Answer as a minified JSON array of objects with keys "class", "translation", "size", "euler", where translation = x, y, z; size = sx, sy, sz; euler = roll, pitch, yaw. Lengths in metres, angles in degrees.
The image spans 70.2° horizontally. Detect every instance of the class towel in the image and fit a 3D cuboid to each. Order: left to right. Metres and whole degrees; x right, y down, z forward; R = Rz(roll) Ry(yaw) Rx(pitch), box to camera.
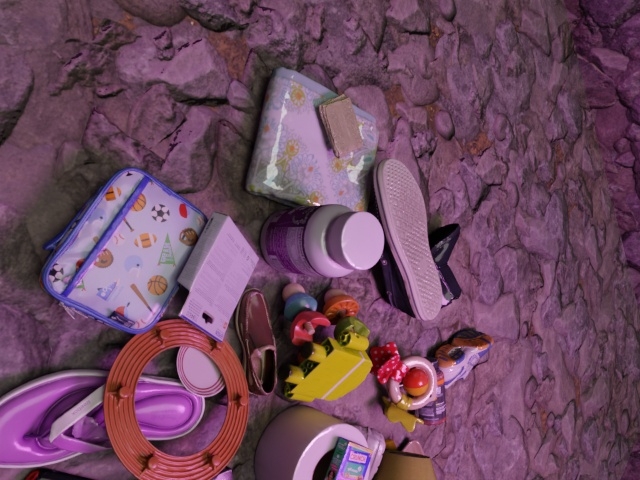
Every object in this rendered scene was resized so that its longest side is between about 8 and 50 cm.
[{"class":"towel","translation":[-0.002,-0.233,1.208],"size":[0.374,0.090,0.321],"euler":[16,79,-37]},{"class":"towel","translation":[0.054,-0.296,1.181],"size":[0.110,0.027,0.148],"euler":[-33,109,-34]}]

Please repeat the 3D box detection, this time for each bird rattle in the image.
[{"class":"bird rattle","translation":[0.252,0.425,1.376],"size":[0.206,0.143,0.254],"euler":[-11,86,-20]}]

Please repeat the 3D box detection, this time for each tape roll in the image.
[{"class":"tape roll","translation":[-0.020,0.558,1.141],"size":[0.246,0.169,0.246],"euler":[-1,91,-38]}]

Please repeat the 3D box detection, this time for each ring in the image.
[{"class":"ring","translation":[-0.275,0.325,0.941],"size":[0.336,0.032,0.337],"euler":[28,49,-38]}]

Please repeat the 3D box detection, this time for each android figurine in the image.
[{"class":"android figurine","translation":[0.024,0.331,1.168],"size":[0.272,0.056,0.248],"euler":[27,111,-43]}]

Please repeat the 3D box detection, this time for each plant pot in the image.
[{"class":"plant pot","translation":[0.229,0.753,1.268],"size":[0.274,0.274,0.294],"euler":[22,66,-36]}]

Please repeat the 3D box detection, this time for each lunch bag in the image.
[{"class":"lunch bag","translation":[-0.384,0.023,0.896],"size":[0.243,0.115,0.304],"euler":[39,66,-29]}]

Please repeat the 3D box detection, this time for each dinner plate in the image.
[{"class":"dinner plate","translation":[-0.263,0.279,1.024],"size":[0.141,0.017,0.141],"euler":[31,46,-38]}]

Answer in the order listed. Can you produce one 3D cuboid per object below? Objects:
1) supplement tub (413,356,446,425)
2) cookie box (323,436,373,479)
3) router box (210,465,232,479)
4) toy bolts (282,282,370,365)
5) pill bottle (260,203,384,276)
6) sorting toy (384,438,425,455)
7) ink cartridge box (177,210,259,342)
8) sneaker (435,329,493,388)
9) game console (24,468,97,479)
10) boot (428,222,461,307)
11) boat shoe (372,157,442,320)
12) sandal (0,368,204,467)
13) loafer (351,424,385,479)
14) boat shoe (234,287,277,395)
[{"class":"supplement tub","translation":[0.349,0.481,1.470],"size":[0.106,0.106,0.198],"euler":[-5,93,-38]},{"class":"cookie box","translation":[0.067,0.533,1.076],"size":[0.091,0.040,0.107],"euler":[34,69,-32]},{"class":"router box","translation":[-0.320,0.620,0.910],"size":[0.308,0.081,0.243],"euler":[-3,87,-41]},{"class":"toy bolts","translation":[-0.023,0.210,1.195],"size":[0.218,0.158,0.228],"euler":[-44,136,15]},{"class":"pill bottle","translation":[0.000,0.000,1.073],"size":[0.169,0.301,0.169],"euler":[0,90,-38]},{"class":"sorting toy","translation":[0.240,0.738,1.430],"size":[0.229,0.041,0.307],"euler":[-34,110,-28]},{"class":"ink cartridge box","translation":[-0.224,0.086,0.982],"size":[0.223,0.045,0.224],"euler":[70,38,-62]},{"class":"sneaker","translation":[0.495,0.414,1.603],"size":[0.296,0.111,0.131],"euler":[-14,116,-36]},{"class":"game console","translation":[-0.457,0.656,0.879],"size":[0.386,0.060,0.342],"euler":[36,63,-33]},{"class":"boot","translation":[0.414,0.088,1.526],"size":[0.246,0.094,0.207],"euler":[-41,110,-23]},{"class":"boat shoe","translation":[0.225,0.008,1.335],"size":[0.186,0.156,0.501],"euler":[-35,116,-39]},{"class":"sandal","translation":[-0.408,0.334,0.877],"size":[0.416,0.102,0.170],"euler":[5,87,-40]},{"class":"loafer","translation":[0.080,0.679,1.272],"size":[0.111,0.112,0.320],"euler":[22,75,1]},{"class":"boat shoe","translation":[-0.141,0.243,1.093],"size":[0.095,0.095,0.258],"euler":[-8,95,-38]}]
